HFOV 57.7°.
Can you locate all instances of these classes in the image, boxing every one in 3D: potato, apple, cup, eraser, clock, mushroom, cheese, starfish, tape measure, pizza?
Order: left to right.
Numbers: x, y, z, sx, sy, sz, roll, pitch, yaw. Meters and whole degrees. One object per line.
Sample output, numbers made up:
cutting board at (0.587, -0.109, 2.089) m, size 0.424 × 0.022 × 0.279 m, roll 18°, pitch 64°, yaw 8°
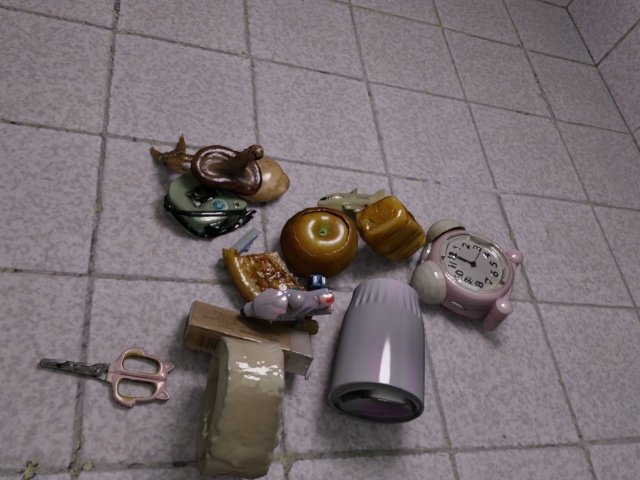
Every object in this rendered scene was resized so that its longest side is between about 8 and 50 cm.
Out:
starfish at (-0.430, -0.262, 1.819) m, size 0.138 × 0.050 × 0.247 m, roll -29°, pitch 43°, yaw -28°
tape measure at (-0.346, -0.102, 1.754) m, size 0.235 × 0.115 × 0.207 m, roll 42°, pitch 50°, yaw 6°
mushroom at (-0.246, -0.231, 1.683) m, size 0.227 × 0.217 × 0.147 m, roll 4°, pitch 71°, yaw -29°
cheese at (-0.193, 0.398, 1.361) m, size 0.153 × 0.292 × 0.332 m, roll 9°, pitch 85°, yaw -16°
eraser at (-0.193, 0.264, 1.563) m, size 0.344 × 0.078 × 0.144 m, roll 18°, pitch 17°, yaw -12°
potato at (-0.213, -0.206, 1.872) m, size 0.235 × 0.128 × 0.161 m, roll 17°, pitch 51°, yaw -6°
pizza at (-0.136, 0.137, 1.691) m, size 0.365 × 0.074 × 0.182 m, roll 47°, pitch 60°, yaw 2°
apple at (0.000, 0.000, 1.777) m, size 0.237 × 0.207 × 0.236 m, roll 11°, pitch 56°, yaw -16°
cup at (0.169, 0.311, 1.624) m, size 0.253 × 0.253 × 0.371 m, roll 21°, pitch 49°, yaw -10°
clock at (0.483, 0.105, 1.947) m, size 0.326 × 0.184 × 0.342 m, roll 27°, pitch 46°, yaw 0°

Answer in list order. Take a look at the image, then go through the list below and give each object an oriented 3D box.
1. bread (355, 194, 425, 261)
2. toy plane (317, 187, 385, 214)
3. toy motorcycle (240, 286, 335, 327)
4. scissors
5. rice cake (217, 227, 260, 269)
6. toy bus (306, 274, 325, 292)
bread at (0.227, -0.028, 1.844) m, size 0.132 × 0.167 × 0.294 m, roll 56°, pitch 11°, yaw 29°
toy plane at (0.114, -0.124, 1.959) m, size 0.256 × 0.104 × 0.242 m, roll -13°, pitch 28°, yaw -13°
toy motorcycle at (-0.080, 0.174, 1.565) m, size 0.260 × 0.171 × 0.110 m, roll -3°, pitch 76°, yaw -20°
scissors at (-0.528, 0.328, 1.442) m, size 0.318 × 0.024 × 0.160 m, roll 13°, pitch 55°, yaw -16°
rice cake at (-0.244, 0.024, 1.765) m, size 0.042 × 0.030 × 0.180 m, roll 36°, pitch 51°, yaw 8°
toy bus at (-0.015, 0.131, 1.745) m, size 0.046 × 0.083 × 0.038 m, roll 3°, pitch 68°, yaw -11°
